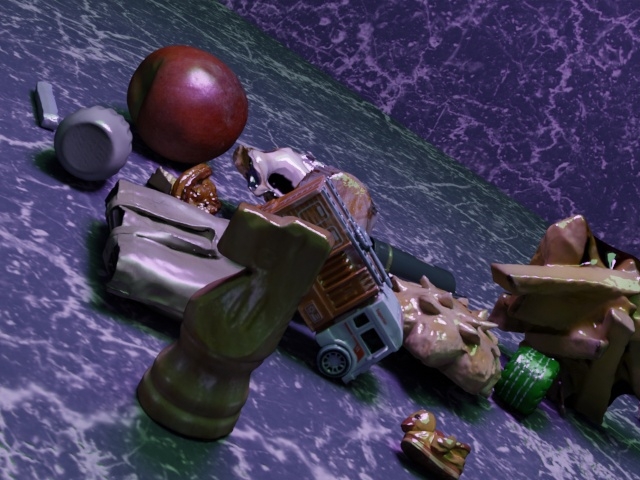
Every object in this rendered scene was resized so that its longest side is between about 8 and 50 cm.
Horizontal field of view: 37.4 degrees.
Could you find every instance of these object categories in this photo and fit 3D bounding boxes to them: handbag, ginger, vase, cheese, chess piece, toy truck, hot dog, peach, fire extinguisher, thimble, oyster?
[{"bbox_3d":[-0.208,0.030,1.427,0.253,0.109,0.316,22,23,-23],"label":"handbag"},{"bbox_3d":[0.478,0.186,1.825,0.211,0.358,0.413,-29,88,-53],"label":"ginger"},{"bbox_3d":[-0.392,-0.180,1.676,0.128,0.128,0.248,28,10,-9],"label":"vase"},{"bbox_3d":[-0.292,-0.108,1.758,0.060,0.041,0.084,39,-1,2],"label":"cheese"},{"bbox_3d":[-0.097,0.093,1.131,0.137,0.301,0.137,28,21,-12],"label":"chess piece"},{"bbox_3d":[0.020,0.057,1.477,0.305,0.162,0.136,59,13,-11],"label":"toy truck"},{"bbox_3d":[-0.228,-0.089,1.755,0.147,0.065,0.099,-49,125,-74],"label":"hot dog"},{"bbox_3d":[-0.269,-0.278,1.944,0.252,0.252,0.252,28,18,-10],"label":"peach"},{"bbox_3d":[0.201,0.085,1.953,0.294,0.093,0.118,24,-6,-26],"label":"fire extinguisher"},{"bbox_3d":[0.383,0.258,1.752,0.090,0.118,0.130,33,-7,17],"label":"thimble"},{"bbox_3d":[-0.055,-0.065,1.766,0.238,0.115,0.351,-7,49,-48],"label":"oyster"},{"bbox_3d":[0.000,0.000,1.631,0.162,0.270,0.082,28,-20,-12],"label":"hot dog"}]

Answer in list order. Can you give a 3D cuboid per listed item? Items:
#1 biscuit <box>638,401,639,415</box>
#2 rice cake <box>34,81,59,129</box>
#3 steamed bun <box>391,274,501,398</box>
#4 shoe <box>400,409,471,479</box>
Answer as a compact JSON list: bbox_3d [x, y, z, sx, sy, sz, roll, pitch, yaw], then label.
[{"bbox_3d":[0.764,0.451,1.968,0.141,0.038,0.290,26,20,-18],"label":"biscuit"},{"bbox_3d":[-0.520,-0.259,1.806,0.042,0.030,0.180,15,24,-28],"label":"rice cake"},{"bbox_3d":[0.206,0.146,1.667,0.295,0.137,0.292,36,7,11],"label":"steamed bun"},{"bbox_3d":[0.165,0.299,1.375,0.109,0.072,0.069,32,56,17],"label":"shoe"}]
